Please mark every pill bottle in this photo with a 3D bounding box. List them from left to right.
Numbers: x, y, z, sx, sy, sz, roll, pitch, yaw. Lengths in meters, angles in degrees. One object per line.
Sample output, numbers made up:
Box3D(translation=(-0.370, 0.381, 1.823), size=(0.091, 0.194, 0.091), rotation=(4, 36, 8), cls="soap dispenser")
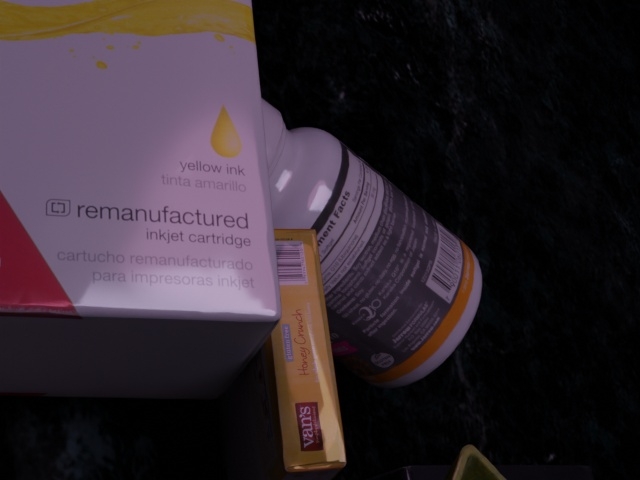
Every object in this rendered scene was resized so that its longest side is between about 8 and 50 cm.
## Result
Box3D(translation=(0.000, 0.000, 1.042), size=(0.278, 0.162, 0.162), rotation=(37, 45, -26), cls="pill bottle")

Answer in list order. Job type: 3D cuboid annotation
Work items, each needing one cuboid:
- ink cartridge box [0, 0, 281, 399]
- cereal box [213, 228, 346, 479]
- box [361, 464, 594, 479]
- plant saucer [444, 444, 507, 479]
Box3D(translation=(-0.194, -0.096, 0.823), size=(0.279, 0.160, 0.384), rotation=(3, 63, -19), cls="ink cartridge box")
Box3D(translation=(-0.039, 0.117, 0.879), size=(0.047, 0.240, 0.173), rotation=(-2, 67, -15), cls="cereal box")
Box3D(translation=(0.183, 0.362, 1.097), size=(0.295, 0.073, 0.293), rotation=(11, 59, -42), cls="box")
Box3D(translation=(0.101, 0.246, 0.657), size=(0.188, 0.045, 0.188), rotation=(47, 41, -17), cls="plant saucer")
